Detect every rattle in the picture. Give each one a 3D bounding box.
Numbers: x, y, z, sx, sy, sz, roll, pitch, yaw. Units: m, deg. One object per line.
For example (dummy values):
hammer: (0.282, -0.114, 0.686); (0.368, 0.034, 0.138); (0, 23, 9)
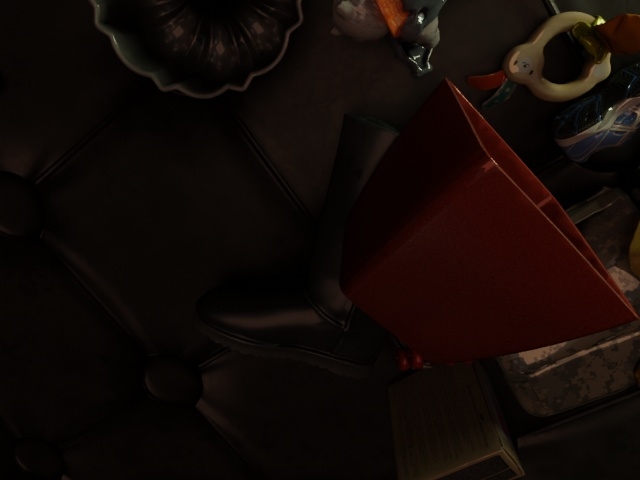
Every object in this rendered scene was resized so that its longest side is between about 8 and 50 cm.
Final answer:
rattle: (0.328, -0.243, 0.654); (0.199, 0.143, 0.130); (-12, 128, 6)

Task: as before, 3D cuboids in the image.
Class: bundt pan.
bundt pan: (-0.168, -0.385, 0.673); (0.331, 0.124, 0.331); (3, 113, 7)

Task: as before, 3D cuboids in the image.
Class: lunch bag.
lunch bag: (0.390, 0.086, 0.729); (0.305, 0.212, 0.256); (-29, 110, 19)

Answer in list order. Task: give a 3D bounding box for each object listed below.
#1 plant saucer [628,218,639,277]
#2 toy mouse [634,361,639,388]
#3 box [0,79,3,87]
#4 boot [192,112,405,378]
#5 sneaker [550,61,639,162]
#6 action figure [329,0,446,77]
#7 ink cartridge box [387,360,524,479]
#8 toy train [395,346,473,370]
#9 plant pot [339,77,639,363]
plant saucer: (0.604, -0.026, 0.614); (0.333, 0.081, 0.333); (33, 79, -15)
toy mouse: (0.510, 0.173, 0.622); (0.143, 0.031, 0.161); (-20, 113, 17)
box: (-0.700, -0.348, 0.799); (0.183, 0.059, 0.233); (-17, 107, 15)
boot: (0.002, 0.000, 0.785); (0.367, 0.146, 0.445); (15, 117, -9)
sneaker: (0.458, -0.198, 0.693); (0.211, 0.080, 0.081); (-30, 127, 18)
action figure: (0.126, -0.401, 0.585); (0.330, 0.178, 0.341); (-44, 115, 3)
ink cartridge box: (0.232, 0.337, 0.840); (0.193, 0.235, 0.088); (-32, 112, 19)
toy train: (0.185, 0.162, 0.846); (0.105, 0.248, 0.143); (-4, 73, -5)
plant pot: (0.171, 0.001, 0.592); (0.267, 0.267, 0.236); (39, 118, -18)
